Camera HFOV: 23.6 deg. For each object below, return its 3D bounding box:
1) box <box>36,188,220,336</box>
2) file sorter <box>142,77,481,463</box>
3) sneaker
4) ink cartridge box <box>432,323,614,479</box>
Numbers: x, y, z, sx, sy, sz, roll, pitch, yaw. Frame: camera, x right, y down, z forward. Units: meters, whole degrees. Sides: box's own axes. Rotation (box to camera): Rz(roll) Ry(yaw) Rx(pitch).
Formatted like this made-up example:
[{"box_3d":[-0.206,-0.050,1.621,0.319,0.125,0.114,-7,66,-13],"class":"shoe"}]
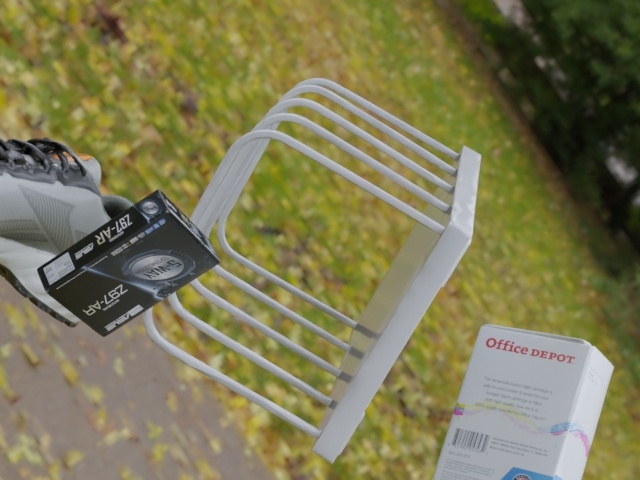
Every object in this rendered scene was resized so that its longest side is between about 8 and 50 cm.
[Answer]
[{"box_3d":[-0.107,0.014,0.861,0.018,0.083,0.067,61,6,35],"class":"box"},{"box_3d":[0.000,0.000,1.167,0.173,0.193,0.278,31,16,-1],"class":"file sorter"},{"box_3d":[-0.215,-0.037,1.042,0.100,0.108,0.271,39,-2,29],"class":"sneaker"},{"box_3d":[0.140,0.127,1.053,0.088,0.123,0.052,9,-16,35],"class":"ink cartridge box"}]
